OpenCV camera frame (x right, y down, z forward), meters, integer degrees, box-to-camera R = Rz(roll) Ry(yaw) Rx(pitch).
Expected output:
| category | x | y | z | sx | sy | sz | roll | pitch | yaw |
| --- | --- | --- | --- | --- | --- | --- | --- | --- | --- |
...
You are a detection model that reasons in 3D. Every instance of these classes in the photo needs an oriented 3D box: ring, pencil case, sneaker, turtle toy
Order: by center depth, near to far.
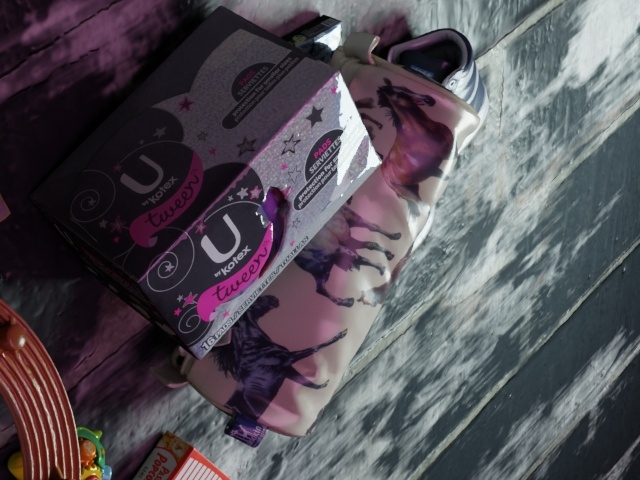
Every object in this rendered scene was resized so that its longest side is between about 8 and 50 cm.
| category | x | y | z | sx | sy | sz | roll | pitch | yaw |
| --- | --- | --- | --- | --- | --- | --- | --- | --- | --- |
| ring | -0.298 | 0.182 | 0.995 | 0.336 | 0.032 | 0.337 | 21 | 65 | -53 |
| turtle toy | -0.248 | 0.231 | 1.246 | 0.130 | 0.066 | 0.095 | -50 | 147 | -21 |
| pencil case | 0.000 | 0.000 | 1.316 | 0.183 | 0.160 | 0.410 | 17 | 104 | -48 |
| sneaker | 0.096 | -0.109 | 1.471 | 0.282 | 0.099 | 0.153 | -59 | 154 | -21 |

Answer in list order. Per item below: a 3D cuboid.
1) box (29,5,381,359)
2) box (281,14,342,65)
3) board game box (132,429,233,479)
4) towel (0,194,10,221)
| category | x | y | z | sx | sy | sz | roll | pitch | yaw |
| --- | --- | --- | --- | --- | --- | --- | --- | --- | --- |
| box | -0.095 | -0.053 | 1.145 | 0.247 | 0.163 | 0.142 | -48 | 144 | -13 |
| box | -0.031 | -0.157 | 1.317 | 0.137 | 0.027 | 0.094 | -35 | 139 | -38 |
| board game box | -0.179 | 0.319 | 1.436 | 0.193 | 0.045 | 0.147 | -56 | 148 | -13 |
| towel | -0.288 | -0.015 | 1.056 | 0.083 | 0.009 | 0.060 | -45 | 145 | -28 |
